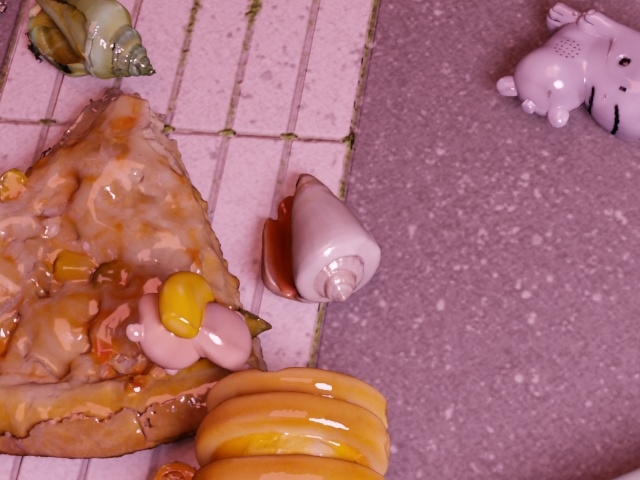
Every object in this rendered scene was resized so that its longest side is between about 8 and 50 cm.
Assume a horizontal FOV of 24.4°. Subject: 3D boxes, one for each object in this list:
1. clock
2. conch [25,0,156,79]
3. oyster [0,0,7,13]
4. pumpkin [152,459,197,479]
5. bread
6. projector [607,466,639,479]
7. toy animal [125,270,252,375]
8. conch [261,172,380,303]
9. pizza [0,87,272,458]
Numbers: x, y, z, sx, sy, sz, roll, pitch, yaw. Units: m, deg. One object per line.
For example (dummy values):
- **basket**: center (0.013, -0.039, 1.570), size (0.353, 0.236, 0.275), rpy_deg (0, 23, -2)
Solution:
- **clock**: center (0.272, -0.149, 1.452), size (0.176, 0.080, 0.117), rpy_deg (30, 71, 23)
- **conch**: center (-0.253, -0.221, 1.586), size (0.201, 0.079, 0.095), rpy_deg (18, 79, 37)
- **oyster**: center (-0.382, -0.257, 1.656), size (0.054, 0.019, 0.083), rpy_deg (11, 65, 16)
- **pumpkin**: center (-0.140, 0.241, 1.349), size (0.050, 0.028, 0.083), rpy_deg (35, 73, 19)
- **bread**: center (-0.029, 0.253, 1.224), size (0.173, 0.121, 0.311), rpy_deg (-3, 62, 10)
- **projector**: center (0.280, 0.308, 1.174), size (0.198, 0.108, 0.250), rpy_deg (-22, 74, -2)
- **toy animal**: center (-0.121, 0.080, 1.328), size (0.082, 0.114, 0.091), rpy_deg (-45, 37, 19)
- **conch**: center (-0.009, -0.002, 1.419), size (0.104, 0.094, 0.176), rpy_deg (-53, 52, 29)
- **pizza**: center (-0.225, 0.074, 1.425), size (0.392, 0.080, 0.435), rpy_deg (35, 75, 24)
